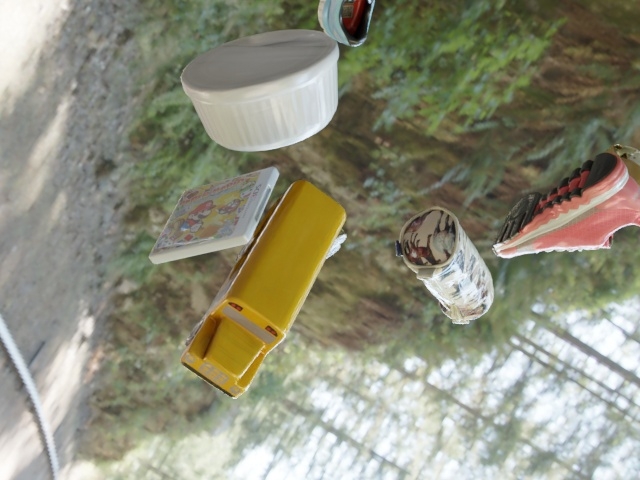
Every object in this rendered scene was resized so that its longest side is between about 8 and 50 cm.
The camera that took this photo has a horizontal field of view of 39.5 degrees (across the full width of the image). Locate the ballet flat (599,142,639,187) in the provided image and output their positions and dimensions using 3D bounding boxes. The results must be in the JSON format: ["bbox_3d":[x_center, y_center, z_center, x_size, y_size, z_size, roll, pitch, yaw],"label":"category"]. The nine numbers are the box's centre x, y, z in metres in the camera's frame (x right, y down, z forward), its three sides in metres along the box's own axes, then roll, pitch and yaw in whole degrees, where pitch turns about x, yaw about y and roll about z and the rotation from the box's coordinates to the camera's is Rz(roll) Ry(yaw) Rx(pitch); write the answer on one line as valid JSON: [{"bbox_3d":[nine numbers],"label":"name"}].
[{"bbox_3d":[0.615,-0.151,1.783,0.073,0.080,0.232,-47,-165,12],"label":"ballet flat"}]

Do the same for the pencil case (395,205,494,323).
[{"bbox_3d":[0.323,0.076,2.257,0.184,0.159,0.410,-66,149,-15],"label":"pencil case"}]

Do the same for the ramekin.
[{"bbox_3d":[-0.092,-0.256,1.529,0.273,0.272,0.127,-63,146,-52],"label":"ramekin"}]

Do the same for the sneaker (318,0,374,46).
[{"bbox_3d":[0.038,-0.273,0.905,0.073,0.063,0.162,-121,-156,-50],"label":"sneaker"}]

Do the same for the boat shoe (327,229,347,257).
[{"bbox_3d":[0.000,0.000,1.656,0.064,0.060,0.178,-28,169,-21],"label":"boat shoe"}]

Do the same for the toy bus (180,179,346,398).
[{"bbox_3d":[-0.080,0.067,1.333,0.130,0.108,0.333,-43,-165,47],"label":"toy bus"}]

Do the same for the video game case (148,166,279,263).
[{"bbox_3d":[-0.206,-0.050,1.735,0.227,0.026,0.206,-13,-143,28],"label":"video game case"}]

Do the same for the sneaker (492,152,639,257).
[{"bbox_3d":[0.411,-0.019,1.482,0.314,0.136,0.116,-35,-163,54],"label":"sneaker"}]
